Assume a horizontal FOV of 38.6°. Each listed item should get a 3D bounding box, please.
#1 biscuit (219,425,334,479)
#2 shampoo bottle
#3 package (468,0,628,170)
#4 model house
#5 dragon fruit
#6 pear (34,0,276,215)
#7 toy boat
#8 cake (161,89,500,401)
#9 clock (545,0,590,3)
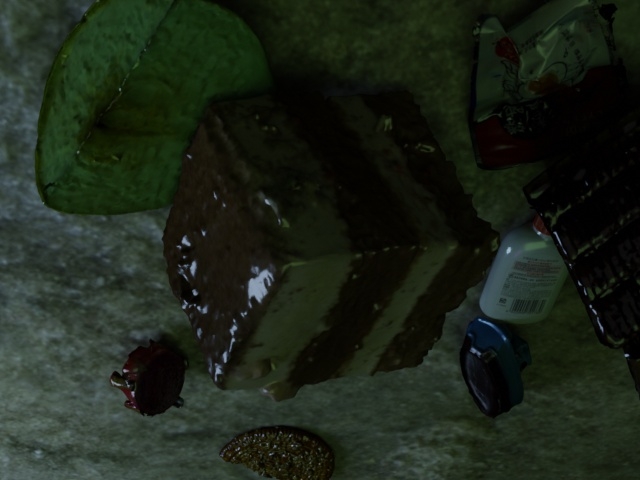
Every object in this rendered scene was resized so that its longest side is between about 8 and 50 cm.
[{"bbox_3d":[-0.060,0.364,1.548,0.206,0.025,0.126,19,127,-20],"label":"biscuit"},{"bbox_3d":[0.295,0.025,1.258,0.108,0.051,0.221,7,130,-6],"label":"shampoo bottle"},{"bbox_3d":[0.257,-0.183,1.062,0.194,0.071,0.269,-7,153,16],"label":"package"},{"bbox_3d":[0.400,-0.040,1.026,0.317,0.297,0.282,-33,128,7],"label":"model house"},{"bbox_3d":[-0.257,0.200,1.356,0.126,0.068,0.112,10,96,-56],"label":"dragon fruit"},{"bbox_3d":[-0.168,-0.159,1.021,0.239,0.139,0.288,15,124,-44],"label":"pear"},{"bbox_3d":[0.270,0.188,1.383,0.097,0.100,0.223,-42,141,-17],"label":"toy boat"},{"bbox_3d":[0.000,0.000,1.038,0.290,0.256,0.282,-6,141,-33],"label":"cake"},{"bbox_3d":[0.295,-0.304,0.975,0.135,0.041,0.101,-27,128,19],"label":"clock"}]
